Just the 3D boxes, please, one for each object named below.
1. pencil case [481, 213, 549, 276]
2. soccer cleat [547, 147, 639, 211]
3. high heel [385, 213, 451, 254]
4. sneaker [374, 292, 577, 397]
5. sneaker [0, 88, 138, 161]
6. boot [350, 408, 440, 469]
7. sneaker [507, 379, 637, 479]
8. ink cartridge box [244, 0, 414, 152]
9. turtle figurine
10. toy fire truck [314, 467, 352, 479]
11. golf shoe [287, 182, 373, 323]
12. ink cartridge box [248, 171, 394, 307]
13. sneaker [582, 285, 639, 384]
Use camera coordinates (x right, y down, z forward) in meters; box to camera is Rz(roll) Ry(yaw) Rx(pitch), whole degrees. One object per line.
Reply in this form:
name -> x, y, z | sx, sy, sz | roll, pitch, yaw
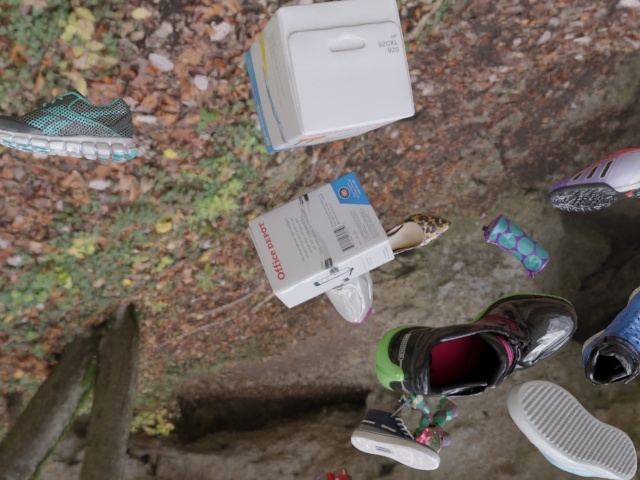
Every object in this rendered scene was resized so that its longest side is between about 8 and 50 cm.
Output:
pencil case -> 0.434, 0.010, 1.328 | 0.151, 0.070, 0.064 | 37, 176, -5
soccer cleat -> 0.667, -0.148, 1.364 | 0.318, 0.116, 0.108 | -11, 155, 1
high heel -> 0.208, 0.007, 1.586 | 0.261, 0.093, 0.186 | -12, -163, 33
sneaker -> 0.354, 0.235, 1.240 | 0.482, 0.185, 0.202 | -14, -169, -21
sneaker -> -0.291, -0.135, 0.673 | 0.166, 0.076, 0.065 | 4, 176, -20
boot -> 0.160, 0.396, 1.212 | 0.190, 0.086, 0.069 | 8, 129, 30
sneaker -> 0.475, 0.399, 1.211 | 0.366, 0.135, 0.150 | 35, 145, -22
ink cartridge box -> 0.005, -0.236, 0.888 | 0.171, 0.168, 0.232 | -14, -174, -16
turtle figurine -> 0.218, 0.424, 1.308 | 0.234, 0.175, 0.118 | 4, -151, -50
toy fire truck -> 0.000, 0.456, 0.914 | 0.135, 0.192, 0.047 | -13, -174, -1
golf shoe -> 0.011, 0.034, 1.229 | 0.115, 0.306, 0.140 | -23, 177, 33
ink cartridge box -> 0.000, 0.000, 1.007 | 0.203, 0.148, 0.086 | -25, 153, 2
sneaker -> 0.369, 0.112, 0.701 | 0.058, 0.084, 0.152 | 41, 119, 6
